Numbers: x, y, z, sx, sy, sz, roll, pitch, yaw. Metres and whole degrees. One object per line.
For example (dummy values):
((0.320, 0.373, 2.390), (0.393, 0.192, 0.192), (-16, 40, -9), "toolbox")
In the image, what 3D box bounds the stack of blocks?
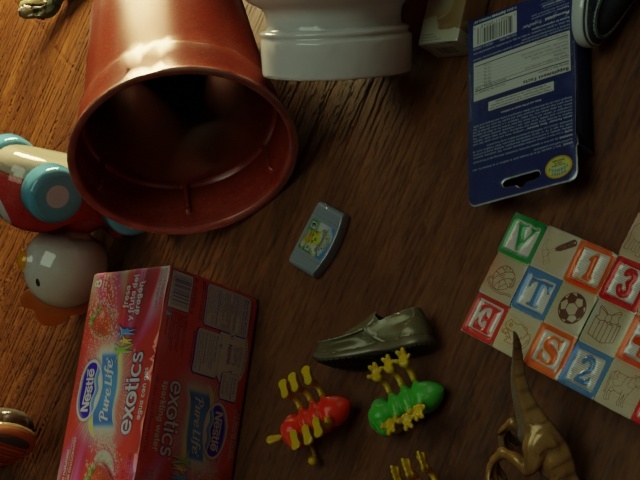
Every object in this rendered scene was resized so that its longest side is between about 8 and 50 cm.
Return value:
((0.288, 0.069, 1.210), (0.297, 0.087, 0.171), (27, 91, 46), "stack of blocks")

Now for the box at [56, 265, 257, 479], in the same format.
((-0.191, 0.194, 1.563), (0.142, 0.154, 0.299), (-7, 70, 42), "box")

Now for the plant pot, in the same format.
((-0.179, -0.196, 1.657), (0.272, 0.272, 0.265), (-37, 43, 27), "plant pot")

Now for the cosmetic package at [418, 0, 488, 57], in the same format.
((0.155, -0.268, 1.512), (0.060, 0.041, 0.115), (0, 73, 44), "cosmetic package")

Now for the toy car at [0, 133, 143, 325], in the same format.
((-0.354, 0.003, 1.777), (0.219, 0.210, 0.238), (29, 106, 56), "toy car")

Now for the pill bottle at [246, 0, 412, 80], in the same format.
((0.008, -0.389, 1.483), (0.229, 0.229, 0.407), (9, 107, 45), "pill bottle")

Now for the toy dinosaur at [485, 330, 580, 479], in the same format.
((0.201, 0.183, 1.244), (0.112, 0.064, 0.211), (-25, 90, 47), "toy dinosaur")

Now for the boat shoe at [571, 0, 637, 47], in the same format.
((0.321, -0.275, 1.342), (0.083, 0.065, 0.183), (22, 87, 45), "boat shoe")

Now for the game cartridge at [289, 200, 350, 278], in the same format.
((0.000, 0.000, 1.563), (0.056, 0.017, 0.083), (29, 94, 42), "game cartridge")

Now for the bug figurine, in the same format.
((0.047, 0.247, 1.374), (0.216, 0.072, 0.279), (-30, 50, 24), "bug figurine")

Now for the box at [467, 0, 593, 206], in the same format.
((0.218, -0.147, 1.404), (0.136, 0.036, 0.225), (-15, 62, 39), "box")

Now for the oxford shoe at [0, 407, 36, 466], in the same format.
((-0.517, 0.240, 1.870), (0.364, 0.130, 0.132), (-7, 62, 41), "oxford shoe")

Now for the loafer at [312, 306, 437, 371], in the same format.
((0.059, 0.106, 1.438), (0.148, 0.056, 0.050), (-12, 64, 29), "loafer")

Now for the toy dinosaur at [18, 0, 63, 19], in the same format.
((-0.376, -0.452, 2.075), (0.268, 0.064, 0.118), (-38, 65, 25), "toy dinosaur")
